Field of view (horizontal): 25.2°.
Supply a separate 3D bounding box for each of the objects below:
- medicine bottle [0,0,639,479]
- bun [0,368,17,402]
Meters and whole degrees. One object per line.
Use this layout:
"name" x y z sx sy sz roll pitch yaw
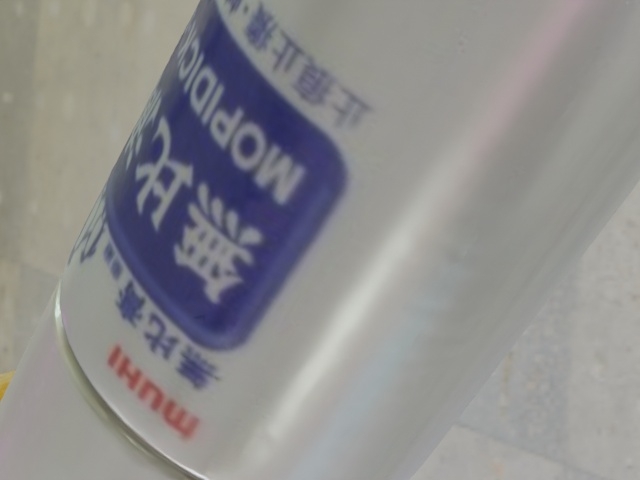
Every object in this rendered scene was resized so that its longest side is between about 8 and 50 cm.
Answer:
"medicine bottle" 0.000 0.000 0.428 0.341 0.130 0.130 -58 42 31
"bun" -0.076 0.177 0.633 0.165 0.299 0.299 -38 54 26
